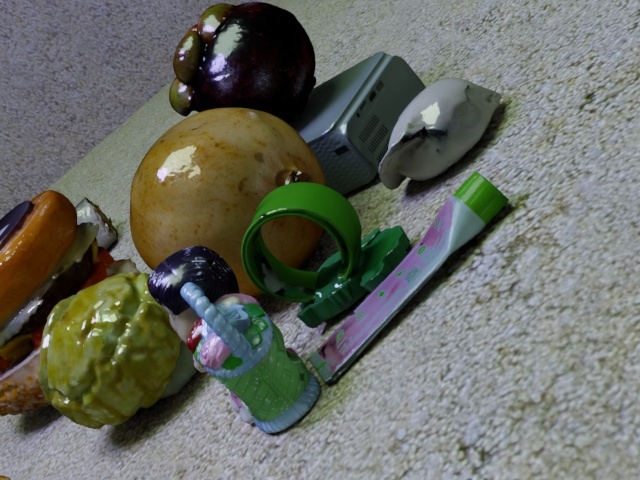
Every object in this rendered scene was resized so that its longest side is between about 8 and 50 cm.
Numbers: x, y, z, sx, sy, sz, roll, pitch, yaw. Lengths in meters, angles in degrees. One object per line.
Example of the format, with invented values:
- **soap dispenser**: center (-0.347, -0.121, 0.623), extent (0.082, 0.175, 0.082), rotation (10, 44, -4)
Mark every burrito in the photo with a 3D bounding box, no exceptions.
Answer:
- **burrito**: center (-0.506, 0.033, 2.675), extent (0.299, 0.105, 0.143), rotation (-52, 16, -24)

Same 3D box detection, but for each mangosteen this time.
- **mangosteen**: center (-0.106, -0.244, 1.931), extent (0.210, 0.210, 0.210), rotation (-38, 18, 14)

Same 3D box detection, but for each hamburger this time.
- **hamburger**: center (-0.447, 0.106, 2.121), extent (0.330, 0.250, 0.330), rotation (-42, 17, 16)

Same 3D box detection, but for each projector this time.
- **projector**: center (0.013, -0.141, 1.949), extent (0.250, 0.108, 0.198), rotation (-23, 25, 44)

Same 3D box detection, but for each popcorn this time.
- **popcorn**: center (-0.265, 0.144, 1.758), extent (0.221, 0.183, 0.204), rotation (-27, 29, 37)

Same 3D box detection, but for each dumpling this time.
- **dumpling**: center (0.140, -0.134, 1.695), extent (0.176, 0.092, 0.150), rotation (-59, 9, -30)

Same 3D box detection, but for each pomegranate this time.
- **pomegranate**: center (-0.116, -0.050, 1.753), extent (0.264, 0.264, 0.264), rotation (-38, 18, 14)

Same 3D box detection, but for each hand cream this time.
- **hand cream**: center (0.091, 0.042, 1.457), extent (0.275, 0.050, 0.079), rotation (-48, -8, 1)

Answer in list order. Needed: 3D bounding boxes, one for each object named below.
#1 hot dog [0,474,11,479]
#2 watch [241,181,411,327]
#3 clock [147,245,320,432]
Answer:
- **hot dog**: center (-0.482, 0.356, 1.948), extent (0.056, 0.041, 0.133), rotation (-52, 19, -28)
- **watch**: center (0.000, 0.000, 1.564), extent (0.165, 0.152, 0.131), rotation (-35, 16, 29)
- **clock**: center (-0.099, 0.101, 1.465), extent (0.100, 0.195, 0.194), rotation (-41, 15, -8)
